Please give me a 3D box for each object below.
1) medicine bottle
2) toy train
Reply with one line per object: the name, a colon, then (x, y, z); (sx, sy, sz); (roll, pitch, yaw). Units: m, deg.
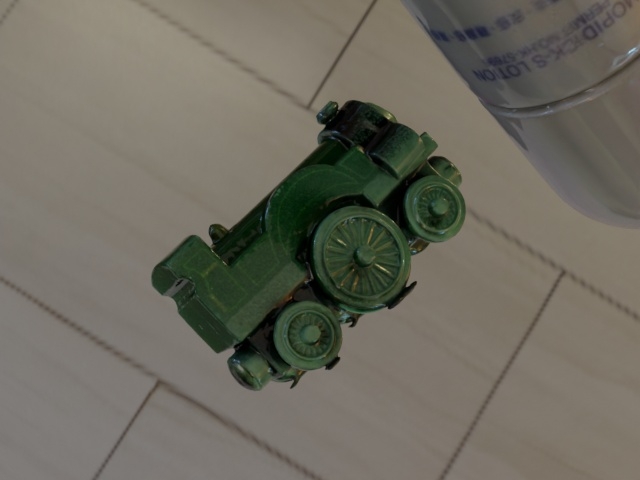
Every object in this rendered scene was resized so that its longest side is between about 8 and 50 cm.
medicine bottle: (0.095, -0.140, 0.721); (0.130, 0.130, 0.341); (-51, 120, -14)
toy train: (0.000, 0.000, 0.856); (0.104, 0.071, 0.178); (46, 68, -2)
